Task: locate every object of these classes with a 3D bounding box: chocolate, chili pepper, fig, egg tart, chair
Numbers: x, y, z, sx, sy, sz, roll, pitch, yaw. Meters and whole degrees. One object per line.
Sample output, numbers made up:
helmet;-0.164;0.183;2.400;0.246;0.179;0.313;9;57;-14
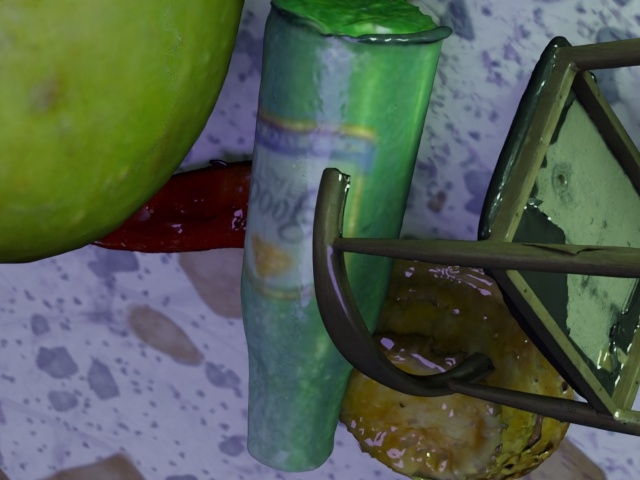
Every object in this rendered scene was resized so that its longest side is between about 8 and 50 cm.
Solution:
chocolate;0.000;0.000;1.007;0.110;0.110;0.291;15;112;15
chili pepper;-0.086;-0.018;1.109;0.268;0.050;0.059;-4;134;27
fig;-0.160;-0.143;0.943;0.258;0.258;0.326;42;114;-5
egg tart;0.073;0.094;1.094;0.191;0.074;0.191;10;124;16
chair;0.147;0.002;0.912;0.272;0.166;0.188;-2;140;40

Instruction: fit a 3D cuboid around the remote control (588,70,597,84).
remote control;0.145;-0.057;1.002;0.039;0.014;0.096;7;121;21
